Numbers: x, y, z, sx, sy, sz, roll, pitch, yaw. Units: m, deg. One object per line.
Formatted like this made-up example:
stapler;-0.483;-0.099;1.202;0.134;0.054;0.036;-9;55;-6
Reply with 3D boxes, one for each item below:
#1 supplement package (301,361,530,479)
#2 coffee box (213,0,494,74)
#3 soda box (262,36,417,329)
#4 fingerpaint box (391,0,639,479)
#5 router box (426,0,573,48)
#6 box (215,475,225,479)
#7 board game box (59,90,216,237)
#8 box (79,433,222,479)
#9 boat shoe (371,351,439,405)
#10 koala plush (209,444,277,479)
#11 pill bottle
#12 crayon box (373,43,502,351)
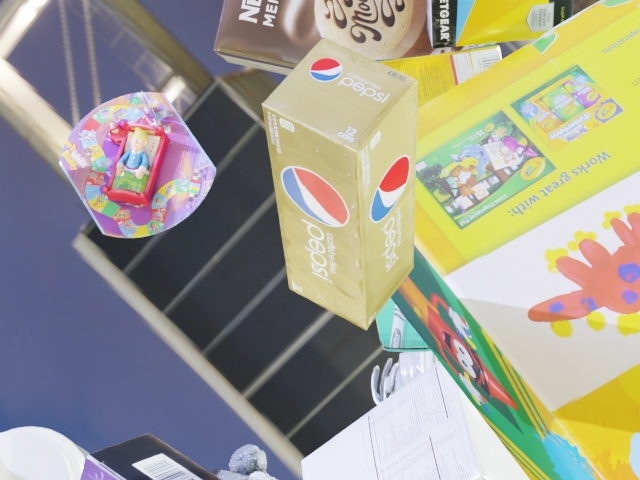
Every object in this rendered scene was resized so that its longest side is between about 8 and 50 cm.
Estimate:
supplement package;0.123;0.254;1.111;0.194;0.203;0.149;35;-151;-32
coffee box;0.046;-0.254;1.285;0.297;0.168;0.119;12;-177;1
soda box;0.015;-0.025;0.658;0.061;0.058;0.181;28;153;21
fingerpaint box;0.302;-0.008;0.886;0.371;0.444;0.163;52;166;25
router box;0.160;-0.267;1.034;0.046;0.133;0.179;-94;-3;-52
box;-0.170;0.436;1.692;0.059;0.054;0.169;61;-155;-70
board game box;-0.193;-0.085;1.176;0.169;0.133;0.033;55;172;23
box;-0.194;0.345;1.272;0.153;0.207;0.108;25;-162;28
boat shoe;0.097;0.210;1.302;0.320;0.103;0.118;88;176;-64
koala plush;-0.141;0.462;1.976;0.203;0.196;0.221;56;165;14
pill bottle;-0.468;0.414;1.887;0.204;0.204;0.361;48;166;9
crayon box;0.119;-0.044;1.136;0.165;0.081;0.279;-13;-86;-35
